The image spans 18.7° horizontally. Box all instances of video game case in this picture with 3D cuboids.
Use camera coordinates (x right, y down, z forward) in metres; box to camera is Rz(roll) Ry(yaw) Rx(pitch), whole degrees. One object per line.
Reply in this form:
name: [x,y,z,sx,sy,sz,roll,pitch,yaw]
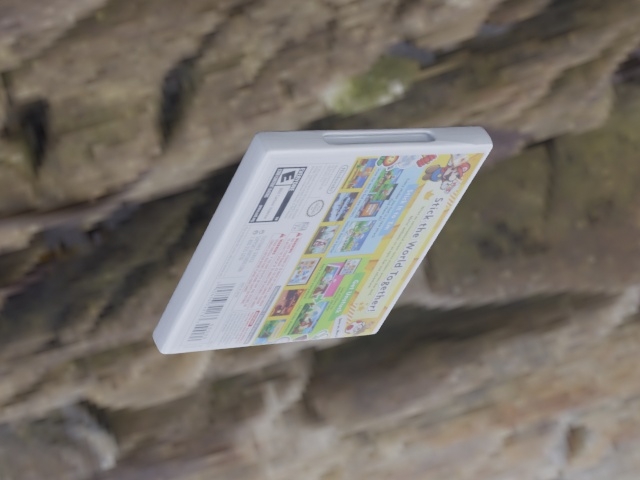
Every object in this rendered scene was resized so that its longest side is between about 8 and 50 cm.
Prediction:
video game case: [0.000,0.000,1.487,0.206,0.026,0.227,-3,139,-34]
